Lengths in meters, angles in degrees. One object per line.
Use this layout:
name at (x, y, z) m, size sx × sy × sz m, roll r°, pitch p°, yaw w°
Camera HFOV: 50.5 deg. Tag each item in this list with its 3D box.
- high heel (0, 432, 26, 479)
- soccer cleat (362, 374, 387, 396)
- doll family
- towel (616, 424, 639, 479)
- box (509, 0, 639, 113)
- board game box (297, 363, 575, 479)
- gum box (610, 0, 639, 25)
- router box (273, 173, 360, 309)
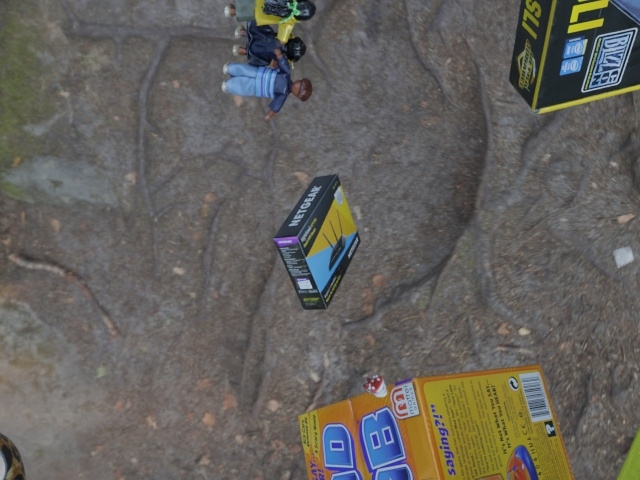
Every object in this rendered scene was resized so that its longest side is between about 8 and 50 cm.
high heel at (-0.390, 0.227, 0.707) m, size 0.093 × 0.186 × 0.261 m, roll -25°, pitch 89°, yaw -15°
soccer cleat at (0.091, 0.230, 1.059) m, size 0.035 × 0.083 × 0.029 m, roll 33°, pitch 73°, yaw -1°
doll family at (-0.053, -0.240, 0.791) m, size 0.111 × 0.076 × 0.193 m, roll 11°, pitch 119°, yaw 12°
towel at (0.596, 0.447, 1.236) m, size 0.102 × 0.021 × 0.237 m, roll 22°, pitch 103°, yaw 26°
box at (0.360, -0.316, 0.752) m, size 0.257 × 0.322 × 0.079 m, roll -13°, pitch 47°, yaw -7°
board game box at (0.225, 0.460, 1.296) m, size 0.356 × 0.356 × 0.357 m, roll -32°, pitch 63°, yaw 46°
gum box at (0.195, -0.184, 0.254) m, size 0.041 × 0.157 × 0.184 m, roll 39°, pitch 139°, yaw 1°
router box at (0.000, 0.000, 1.043) m, size 0.046 × 0.179 × 0.133 m, roll -6°, pitch 123°, yaw 27°
